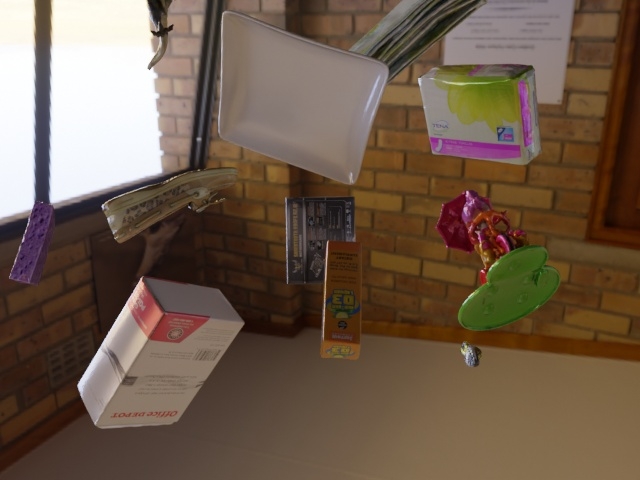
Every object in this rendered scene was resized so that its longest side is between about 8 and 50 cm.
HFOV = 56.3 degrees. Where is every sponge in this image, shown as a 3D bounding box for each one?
[{"bbox_3d":[-0.446,0.011,0.936,0.031,0.117,0.210,16,169,-20],"label":"sponge"}]

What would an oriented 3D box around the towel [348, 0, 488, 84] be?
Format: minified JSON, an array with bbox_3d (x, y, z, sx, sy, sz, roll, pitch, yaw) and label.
[{"bbox_3d":[0.180,-0.450,1.266,0.320,0.090,0.374,-38,-163,8],"label":"towel"}]

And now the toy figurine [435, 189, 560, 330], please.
[{"bbox_3d":[0.201,0.001,0.741,0.130,0.173,0.159,-19,-125,-3],"label":"toy figurine"}]

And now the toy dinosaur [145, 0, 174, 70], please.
[{"bbox_3d":[-0.269,-0.404,1.009,0.064,0.268,0.118,-8,-145,-26],"label":"toy dinosaur"}]

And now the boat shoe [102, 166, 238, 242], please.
[{"bbox_3d":[-0.301,-0.081,1.248,0.285,0.089,0.104,-20,-179,-9],"label":"boat shoe"}]

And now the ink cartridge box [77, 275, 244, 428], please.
[{"bbox_3d":[-0.320,0.227,1.195,0.207,0.283,0.117,17,-158,-51],"label":"ink cartridge box"}]

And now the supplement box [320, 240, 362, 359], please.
[{"bbox_3d":[0.043,0.116,1.199,0.078,0.080,0.233,4,-122,-3],"label":"supplement box"}]

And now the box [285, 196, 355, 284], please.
[{"bbox_3d":[0.000,0.000,1.576,0.183,0.231,0.056,-2,180,-4],"label":"box"}]

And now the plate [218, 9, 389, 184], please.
[{"bbox_3d":[-0.038,-0.241,1.028,0.278,0.277,0.045,20,-128,4],"label":"plate"}]

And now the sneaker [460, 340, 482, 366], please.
[{"bbox_3d":[0.288,0.212,1.117,0.035,0.031,0.083,17,-165,-4],"label":"sneaker"}]

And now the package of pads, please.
[{"bbox_3d":[0.392,-0.322,1.491,0.101,0.229,0.296,-35,-148,-31],"label":"package of pads"}]
